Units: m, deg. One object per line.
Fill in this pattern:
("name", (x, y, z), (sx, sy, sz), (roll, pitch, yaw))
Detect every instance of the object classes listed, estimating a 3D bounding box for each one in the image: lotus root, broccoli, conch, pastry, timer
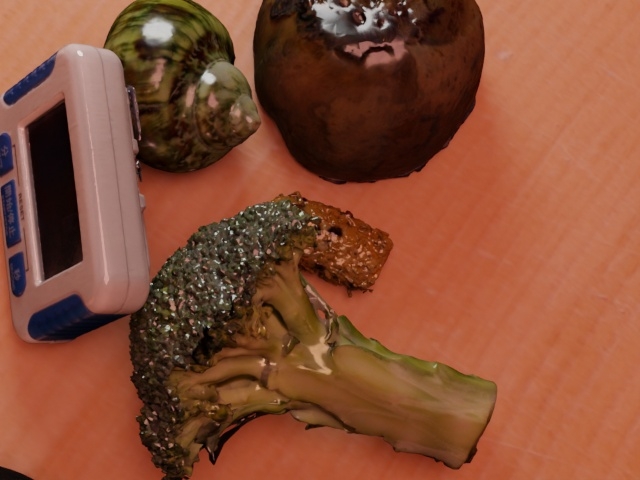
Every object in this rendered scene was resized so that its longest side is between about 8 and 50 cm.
("lotus root", (0.055, -0.207, 1.309), (0.272, 0.192, 0.272), (2, 72, -5))
("broccoli", (0.004, 0.096, 1.204), (0.361, 0.221, 0.252), (1, 81, -23))
("conch", (-0.136, -0.162, 1.276), (0.181, 0.124, 0.187), (38, 62, -3))
("pastry", (0.000, 0.000, 1.296), (0.140, 0.056, 0.080), (29, 78, -10))
("timer", (-0.230, -0.040, 1.196), (0.078, 0.178, 0.253), (4, 72, -41))

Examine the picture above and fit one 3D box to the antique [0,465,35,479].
("antique", (-0.348, 0.291, 1.066), (0.322, 0.185, 0.255), (18, 78, -20))
